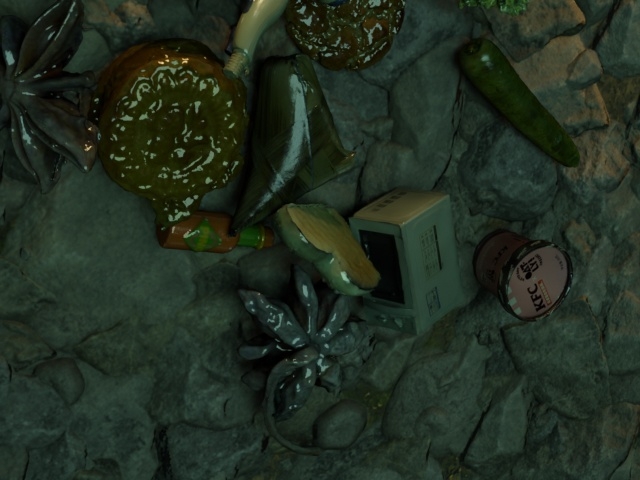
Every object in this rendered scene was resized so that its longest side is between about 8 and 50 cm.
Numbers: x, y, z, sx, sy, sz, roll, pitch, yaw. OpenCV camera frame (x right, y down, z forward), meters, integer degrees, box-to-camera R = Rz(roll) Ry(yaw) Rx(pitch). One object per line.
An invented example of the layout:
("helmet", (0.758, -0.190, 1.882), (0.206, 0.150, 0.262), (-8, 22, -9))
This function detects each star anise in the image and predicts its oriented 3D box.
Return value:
("star anise", (-0.018, 0.188, 1.576), (0.316, 0.139, 0.359), (-51, 129, -5))
("star anise", (-0.371, -0.193, 1.266), (0.110, 0.198, 0.258), (-26, 108, -56))

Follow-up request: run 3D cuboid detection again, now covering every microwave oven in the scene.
("microwave oven", (0.148, 0.033, 1.602), (0.162, 0.122, 0.208), (-31, 120, -40))

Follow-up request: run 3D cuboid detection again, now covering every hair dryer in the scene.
("hair dryer", (-0.090, -0.416, 1.283), (0.298, 0.119, 0.296), (-45, 119, -34))

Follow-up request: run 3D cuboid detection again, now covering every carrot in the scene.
("carrot", (0.368, -0.232, 1.677), (0.358, 0.074, 0.074), (39, 87, -34))

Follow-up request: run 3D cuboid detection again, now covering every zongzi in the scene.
("zongzi", (-0.085, -0.152, 1.440), (0.242, 0.112, 0.221), (-33, 120, -20))

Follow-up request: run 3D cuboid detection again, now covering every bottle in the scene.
("bottle", (-0.161, -0.013, 1.478), (0.187, 0.069, 0.069), (4, 104, -29))

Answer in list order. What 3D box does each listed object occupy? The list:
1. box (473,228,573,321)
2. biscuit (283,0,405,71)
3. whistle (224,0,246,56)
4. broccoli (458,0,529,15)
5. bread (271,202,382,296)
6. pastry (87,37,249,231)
("box", (0.368, 0.056, 1.731), (0.151, 0.135, 0.151), (-9, 113, -22))
("biscuit", (0.042, -0.377, 1.480), (0.226, 0.042, 0.226), (-9, 111, -25))
("whistle", (-0.099, -0.361, 1.418), (0.033, 0.033, 0.176), (22, 95, -30))
("broccoli", (0.281, -0.485, 1.463), (0.288, 0.260, 0.235), (-43, 161, 11))
("bread", (0.000, 0.000, 1.507), (0.064, 0.172, 0.232), (-36, 125, 22))
("pastry", (-0.218, -0.174, 1.374), (0.240, 0.132, 0.235), (-39, 128, -3))
